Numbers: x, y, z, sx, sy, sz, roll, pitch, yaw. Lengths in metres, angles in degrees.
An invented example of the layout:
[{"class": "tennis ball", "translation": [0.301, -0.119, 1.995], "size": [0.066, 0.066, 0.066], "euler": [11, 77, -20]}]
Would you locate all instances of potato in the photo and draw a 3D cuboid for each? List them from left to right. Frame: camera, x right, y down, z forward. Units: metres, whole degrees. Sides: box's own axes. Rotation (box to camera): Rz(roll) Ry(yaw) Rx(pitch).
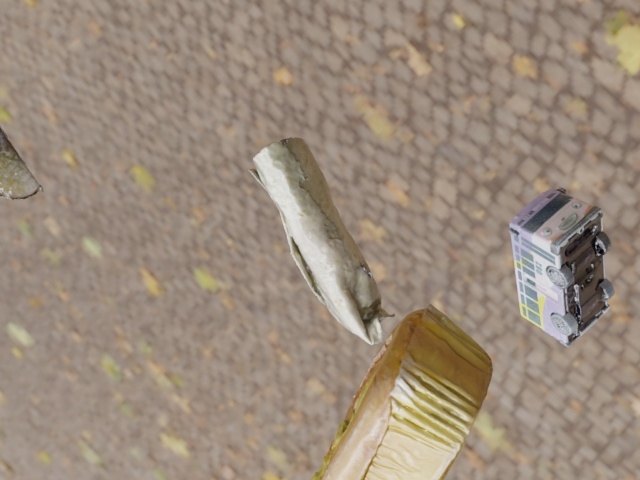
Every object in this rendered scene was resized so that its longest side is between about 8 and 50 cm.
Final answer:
[{"class": "potato", "translation": [-0.221, -0.058, 0.951], "size": [0.093, 0.037, 0.036], "euler": [55, 174, 10]}]

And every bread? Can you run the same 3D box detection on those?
[{"class": "bread", "translation": [0.078, 0.213, 1.532], "size": [0.119, 0.152, 0.288], "euler": [28, 129, 1]}]

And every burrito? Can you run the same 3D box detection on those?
[{"class": "burrito", "translation": [0.000, 0.000, 1.348], "size": [0.226, 0.060, 0.087], "euler": [62, -172, -15]}]

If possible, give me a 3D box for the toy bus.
[{"class": "toy bus", "translation": [0.162, 0.016, 0.969], "size": [0.058, 0.052, 0.102], "euler": [33, 151, 37]}]
